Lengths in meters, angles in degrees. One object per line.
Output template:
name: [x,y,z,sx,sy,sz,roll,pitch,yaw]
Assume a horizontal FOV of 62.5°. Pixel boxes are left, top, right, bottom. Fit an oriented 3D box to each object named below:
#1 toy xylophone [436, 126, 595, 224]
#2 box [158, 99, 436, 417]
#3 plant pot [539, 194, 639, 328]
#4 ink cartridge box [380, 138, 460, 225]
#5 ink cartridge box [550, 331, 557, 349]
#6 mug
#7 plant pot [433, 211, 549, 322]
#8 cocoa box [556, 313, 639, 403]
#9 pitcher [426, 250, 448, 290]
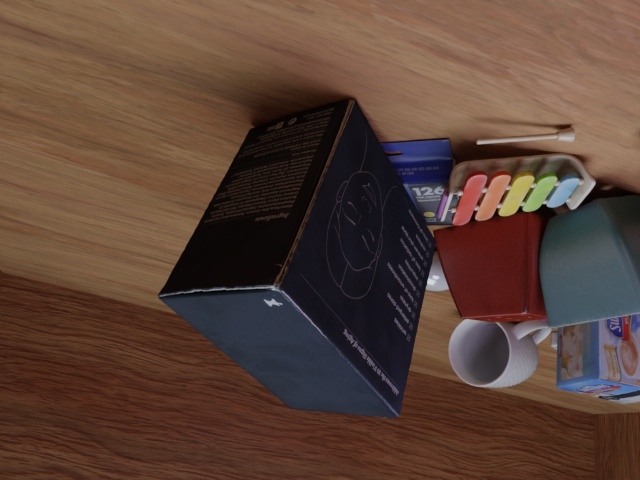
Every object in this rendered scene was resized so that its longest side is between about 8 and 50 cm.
toy xylophone: [0.402,-0.126,1.104,0.323,0.081,0.236,-9,153,7]
box: [0.000,0.053,1.135,0.297,0.471,0.480,-9,136,32]
plant pot: [0.649,0.039,1.189,0.247,0.252,0.248,-8,167,-29]
ink cartridge box: [0.187,-0.125,1.293,0.304,0.072,0.307,0,157,25]
ink cartridge box: [1.150,0.443,2.188,0.296,0.066,0.261,-9,150,41]
mug: [0.759,0.428,2.124,0.328,0.276,0.374,16,130,-41]
plant pot: [0.479,0.087,1.368,0.267,0.235,0.267,14,161,-43]
cocoa box: [0.866,0.281,1.573,0.228,0.347,0.231,13,158,-2]
pitcher: [0.399,0.082,1.640,0.207,0.125,0.177,5,138,-13]
